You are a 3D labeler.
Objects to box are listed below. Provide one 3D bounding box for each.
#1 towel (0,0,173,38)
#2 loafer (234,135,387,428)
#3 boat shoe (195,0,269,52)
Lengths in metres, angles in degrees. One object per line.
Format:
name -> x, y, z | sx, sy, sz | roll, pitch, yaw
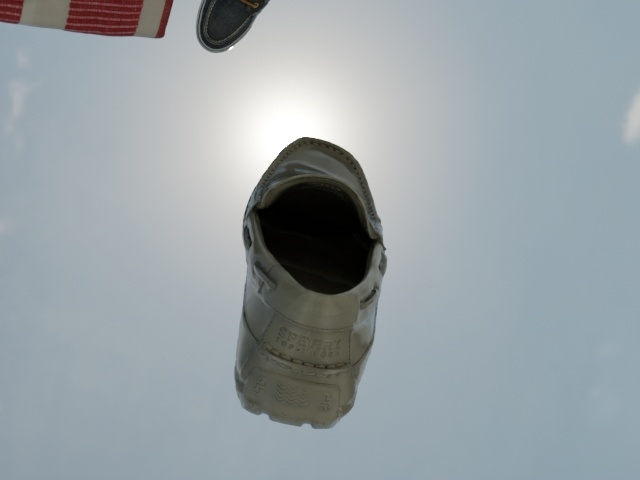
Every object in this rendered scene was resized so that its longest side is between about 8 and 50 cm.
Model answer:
towel -> -0.288, -0.328, 1.411 | 0.329, 0.037, 0.237 | 4, -59, -28
loafer -> 0.000, 0.000, 0.951 | 0.319, 0.112, 0.111 | -91, 14, -60
boat shoe -> -0.079, -0.287, 1.524 | 0.065, 0.083, 0.183 | 32, -81, -13
